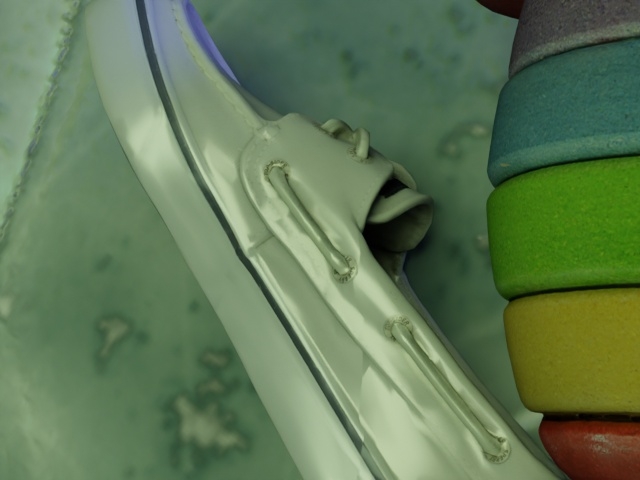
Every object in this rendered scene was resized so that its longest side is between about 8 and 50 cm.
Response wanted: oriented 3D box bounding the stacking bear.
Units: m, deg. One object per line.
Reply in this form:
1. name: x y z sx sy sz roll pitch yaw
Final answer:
1. stacking bear: 0.128 0.027 0.490 0.175 0.164 0.289 0 83 7

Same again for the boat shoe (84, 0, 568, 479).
1. boat shoe: 0.000 0.000 0.587 0.088 0.096 0.267 -32 66 8
